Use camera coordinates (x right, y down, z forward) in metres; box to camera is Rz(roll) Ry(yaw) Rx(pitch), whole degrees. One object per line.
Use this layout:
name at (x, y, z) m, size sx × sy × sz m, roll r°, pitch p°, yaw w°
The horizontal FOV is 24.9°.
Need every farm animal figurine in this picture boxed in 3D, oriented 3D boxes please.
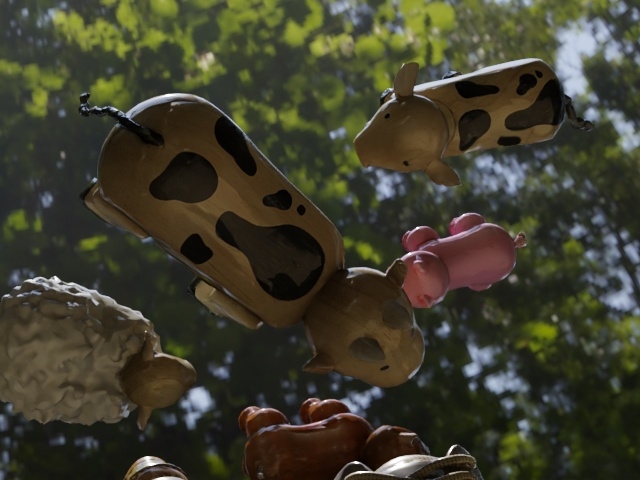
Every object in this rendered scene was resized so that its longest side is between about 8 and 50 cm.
farm animal figurine at (0.000, 0.000, 0.889) m, size 0.327 × 0.172 × 0.330 m, roll 24°, pitch -94°, yaw -21°

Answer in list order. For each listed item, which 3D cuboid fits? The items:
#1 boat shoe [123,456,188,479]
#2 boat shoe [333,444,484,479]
boat shoe at (-0.186, 0.378, 1.514) m, size 0.111 × 0.104 × 0.307 m, roll 11°, pitch -81°, yaw -27°
boat shoe at (0.042, 0.184, 0.815) m, size 0.132 × 0.130 × 0.355 m, roll -3°, pitch -10°, yaw -13°
